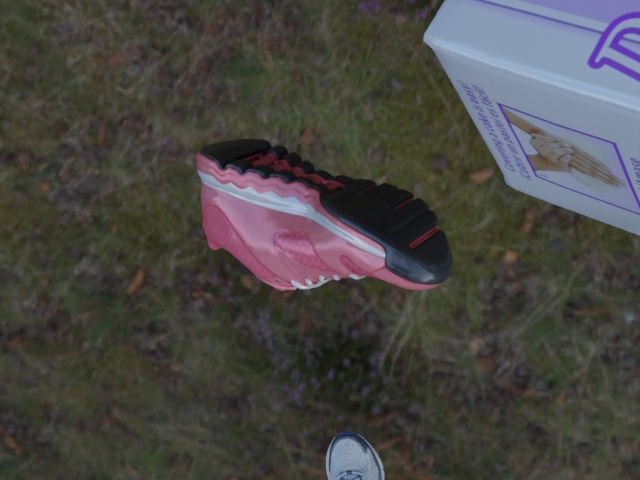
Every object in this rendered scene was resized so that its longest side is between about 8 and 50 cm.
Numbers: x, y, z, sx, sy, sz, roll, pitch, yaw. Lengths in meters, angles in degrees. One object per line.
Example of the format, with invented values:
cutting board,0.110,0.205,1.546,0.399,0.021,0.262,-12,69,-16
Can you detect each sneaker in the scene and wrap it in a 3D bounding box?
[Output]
sneaker,0.000,0.000,1.263,0.314,0.116,0.136,25,120,31
sneaker,0.034,0.237,1.070,0.052,0.058,0.135,-9,93,4

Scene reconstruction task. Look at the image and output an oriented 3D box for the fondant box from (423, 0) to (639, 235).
fondant box,0.228,-0.083,0.319,0.330,0.238,0.096,23,167,35
